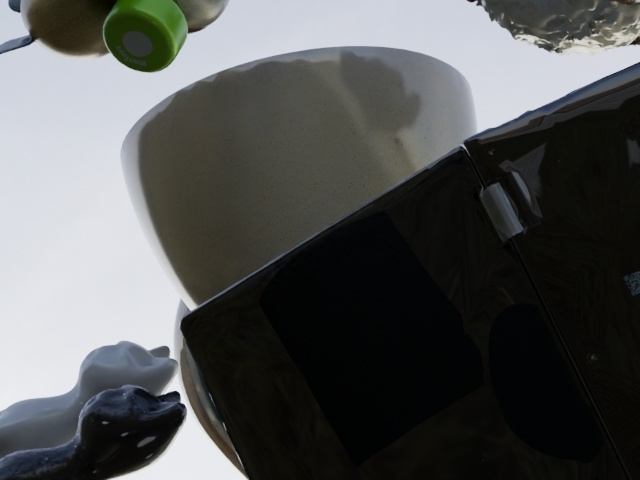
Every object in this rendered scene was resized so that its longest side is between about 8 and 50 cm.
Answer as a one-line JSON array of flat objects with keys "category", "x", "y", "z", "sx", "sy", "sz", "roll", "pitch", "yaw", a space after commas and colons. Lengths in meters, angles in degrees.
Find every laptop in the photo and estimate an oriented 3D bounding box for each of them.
[{"category": "laptop", "x": 0.189, "y": 0.116, "z": 1.098, "sx": 0.408, "sy": 0.382, "sz": 0.236, "roll": -24, "pitch": -6, "yaw": -13}]

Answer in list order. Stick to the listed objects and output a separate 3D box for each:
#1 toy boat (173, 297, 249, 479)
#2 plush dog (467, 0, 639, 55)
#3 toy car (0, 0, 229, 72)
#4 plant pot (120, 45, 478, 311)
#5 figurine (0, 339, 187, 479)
[{"category": "toy boat", "x": 0.009, "y": 0.088, "z": 1.800, "sx": 0.267, "sy": 0.318, "sz": 0.148, "roll": 49, "pitch": -38, "yaw": -12}, {"category": "plush dog", "x": 0.204, "y": -0.209, "z": 1.293, "sx": 0.262, "sy": 0.211, "sz": 0.225, "roll": 19, "pitch": -41, "yaw": -25}, {"category": "toy car", "x": -0.165, "y": -0.180, "z": 1.289, "sx": 0.188, "sy": 0.155, "sz": 0.149, "roll": -22, "pitch": -61, "yaw": 37}, {"category": "plant pot", "x": 0.000, "y": 0.000, "z": 1.488, "sx": 0.284, "sy": 0.191, "sz": 0.284, "roll": -10, "pitch": -21, "yaw": -4}, {"category": "figurine", "x": -0.186, "y": 0.152, "z": 1.366, "sx": 0.209, "sy": 0.215, "sz": 0.092, "roll": -35, "pitch": -77, "yaw": 1}]
